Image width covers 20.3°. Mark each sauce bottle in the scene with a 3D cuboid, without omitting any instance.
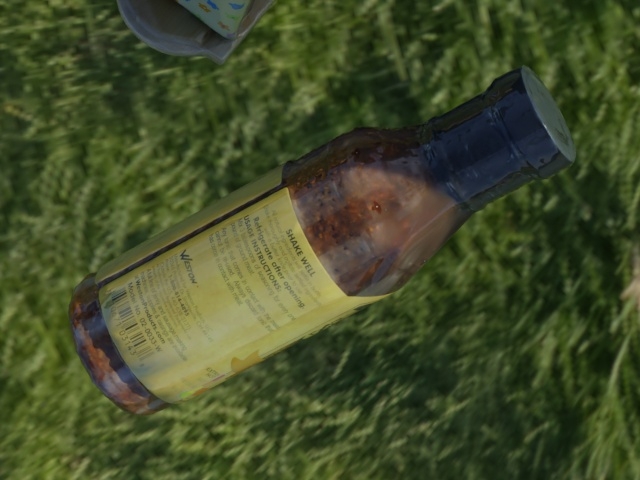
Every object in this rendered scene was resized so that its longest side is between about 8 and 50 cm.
[{"bbox_3d":[0.000,0.000,0.431,0.128,0.042,0.042,-27,91,20],"label":"sauce bottle"}]

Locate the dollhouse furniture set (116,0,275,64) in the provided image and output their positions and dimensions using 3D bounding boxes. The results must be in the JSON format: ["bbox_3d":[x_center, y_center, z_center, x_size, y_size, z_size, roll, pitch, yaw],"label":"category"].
[{"bbox_3d":[-0.061,-0.161,0.584,0.161,0.182,0.101,38,74,0],"label":"dollhouse furniture set"}]
